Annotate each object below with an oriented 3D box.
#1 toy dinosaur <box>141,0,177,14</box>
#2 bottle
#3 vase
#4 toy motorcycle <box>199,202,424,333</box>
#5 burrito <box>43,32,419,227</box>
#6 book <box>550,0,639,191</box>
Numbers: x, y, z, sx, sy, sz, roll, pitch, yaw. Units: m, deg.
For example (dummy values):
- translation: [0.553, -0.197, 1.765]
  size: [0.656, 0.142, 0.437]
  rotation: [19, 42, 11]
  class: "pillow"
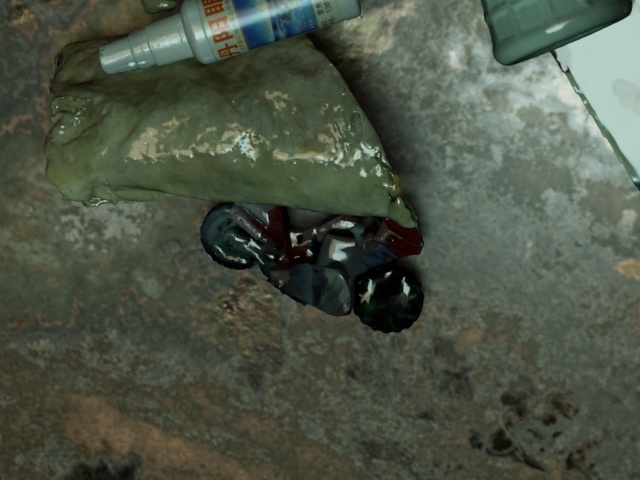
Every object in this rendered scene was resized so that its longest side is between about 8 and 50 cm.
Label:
- translation: [-0.057, -0.297, 1.119]
  size: [0.294, 0.077, 0.162]
  rotation: [-16, 96, 1]
  class: "toy dinosaur"
- translation: [-0.076, -0.179, 1.087]
  size: [0.217, 0.060, 0.060]
  rotation: [-17, 100, 4]
  class: "bottle"
- translation: [0.136, -0.292, 1.023]
  size: [0.143, 0.143, 0.298]
  rotation: [-21, 92, 16]
  class: "vase"
- translation: [0.000, 0.000, 1.174]
  size: [0.213, 0.082, 0.122]
  rotation: [22, 108, 5]
  class: "toy motorcycle"
- translation: [-0.080, -0.108, 1.137]
  size: [0.348, 0.107, 0.175]
  rotation: [4, 79, 14]
  class: "burrito"
- translation: [0.367, -0.156, 1.080]
  size: [0.300, 0.039, 0.428]
  rotation: [-33, 95, 17]
  class: "book"
